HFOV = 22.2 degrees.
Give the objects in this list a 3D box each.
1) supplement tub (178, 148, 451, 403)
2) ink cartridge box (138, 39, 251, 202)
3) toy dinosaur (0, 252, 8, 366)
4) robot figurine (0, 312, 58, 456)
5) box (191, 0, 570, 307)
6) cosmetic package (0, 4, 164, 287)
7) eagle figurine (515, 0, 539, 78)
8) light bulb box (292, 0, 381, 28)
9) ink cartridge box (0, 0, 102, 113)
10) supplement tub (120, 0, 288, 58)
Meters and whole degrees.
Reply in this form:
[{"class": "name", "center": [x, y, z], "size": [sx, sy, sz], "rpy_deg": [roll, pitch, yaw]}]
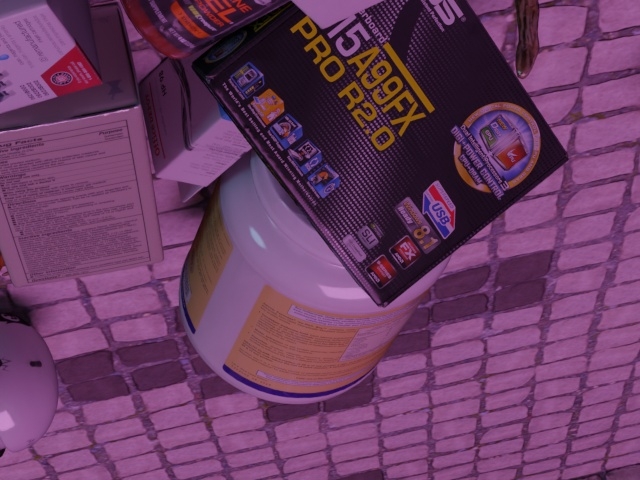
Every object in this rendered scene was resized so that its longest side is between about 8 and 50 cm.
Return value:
[{"class": "supplement tub", "center": [0.000, 0.000, 1.650], "size": [0.241, 0.241, 0.331], "rpy_deg": [-4, 153, -19]}, {"class": "ink cartridge box", "center": [-0.108, -0.121, 1.504], "size": [0.060, 0.104, 0.180], "rpy_deg": [9, 146, -40]}, {"class": "toy dinosaur", "center": [-0.410, 0.052, 1.678], "size": [0.322, 0.164, 0.218], "rpy_deg": [8, 137, 4]}, {"class": "robot figurine", "center": [-0.443, 0.178, 1.883], "size": [0.278, 0.209, 0.173], "rpy_deg": [-13, 118, 0]}, {"class": "box", "center": [0.055, -0.109, 1.391], "size": [0.216, 0.060, 0.270], "rpy_deg": [-38, 115, -2]}, {"class": "cosmetic package", "center": [-0.239, -0.078, 1.521], "size": [0.160, 0.113, 0.309], "rpy_deg": [-10, 154, -7]}, {"class": "eagle figurine", "center": [0.260, -0.280, 1.243], "size": [0.225, 0.226, 0.298], "rpy_deg": [-31, -169, -39]}, {"class": "light bulb box", "center": [0.050, -0.355, 0.964], "size": [0.358, 0.225, 0.361], "rpy_deg": [-23, 153, 17]}, {"class": "ink cartridge box", "center": [-0.281, -0.178, 1.278], "size": [0.176, 0.127, 0.128], "rpy_deg": [-16, 155, 7]}, {"class": "supplement tub", "center": [-0.061, -0.231, 1.305], "size": [0.198, 0.106, 0.106], "rpy_deg": [-26, 152, 24]}]
